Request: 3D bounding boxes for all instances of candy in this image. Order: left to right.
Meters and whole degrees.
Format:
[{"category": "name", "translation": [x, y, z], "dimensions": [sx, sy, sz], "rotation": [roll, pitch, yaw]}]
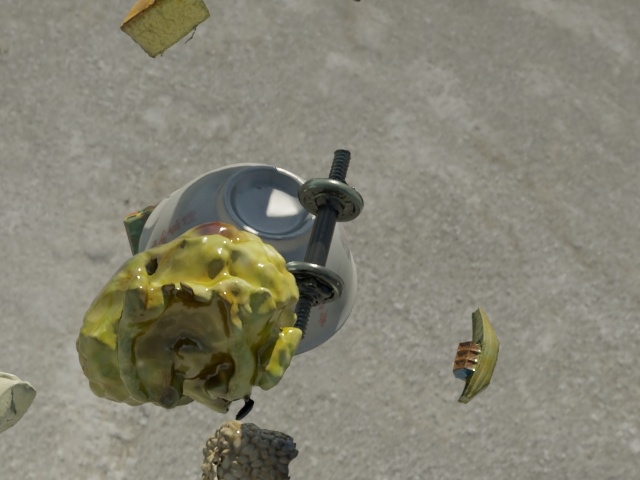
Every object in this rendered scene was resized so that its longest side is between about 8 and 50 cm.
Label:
[{"category": "candy", "translation": [-0.078, 0.257, 1.162], "dimensions": [0.110, 0.085, 0.095], "rotation": [9, 72, -14]}]

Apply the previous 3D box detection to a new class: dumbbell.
[{"category": "dumbbell", "translation": [0.000, 0.000, 1.189], "dimensions": [0.082, 0.081, 0.254], "rotation": [19, 61, -8]}]

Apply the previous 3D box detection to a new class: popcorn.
[{"category": "popcorn", "translation": [-0.119, 0.083, 0.949], "dimensions": [0.218, 0.189, 0.169], "rotation": [-34, 104, -9]}]

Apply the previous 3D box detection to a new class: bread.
[{"category": "bread", "translation": [-0.227, -0.333, 1.534], "dimensions": [0.084, 0.109, 0.080], "rotation": [48, 51, -33]}]

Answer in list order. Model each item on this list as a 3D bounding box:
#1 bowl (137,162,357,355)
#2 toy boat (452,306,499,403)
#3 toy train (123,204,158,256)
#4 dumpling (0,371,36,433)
[{"category": "bowl", "translation": [-0.090, -0.008, 1.500], "dimensions": [0.346, 0.157, 0.345], "rotation": [9, 51, -11]}, {"category": "toy boat", "translation": [0.263, 0.197, 1.735], "dimensions": [0.066, 0.065, 0.172], "rotation": [20, 61, -5]}, {"category": "toy train", "translation": [-0.300, 0.024, 1.885], "dimensions": [0.072, 0.099, 0.188], "rotation": [-17, 83, 9]}, {"category": "dumpling", "translation": [-0.524, 0.265, 1.501], "dimensions": [0.181, 0.155, 0.111], "rotation": [14, 32, -16]}]
